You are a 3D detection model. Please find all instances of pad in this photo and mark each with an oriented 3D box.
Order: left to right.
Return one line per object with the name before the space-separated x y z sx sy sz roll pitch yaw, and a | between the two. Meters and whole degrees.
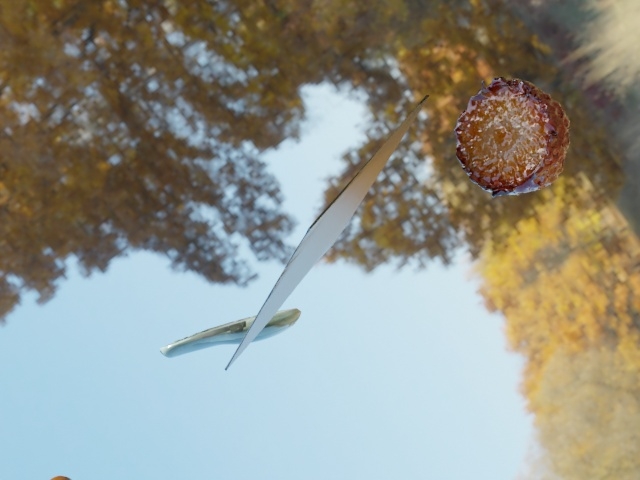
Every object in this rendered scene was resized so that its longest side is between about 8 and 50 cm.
pad | 0.000 0.000 1.371 0.007 0.367 0.247 38 -124 5

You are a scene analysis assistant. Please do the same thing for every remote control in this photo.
remote control | -0.155 0.164 2.011 0.097 0.256 0.045 27 -131 -80

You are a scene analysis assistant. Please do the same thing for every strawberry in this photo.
strawberry | 0.228 -0.122 1.357 0.086 0.145 0.145 -7 -121 -44

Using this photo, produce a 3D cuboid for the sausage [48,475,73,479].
sausage | -0.464 0.457 1.968 0.076 0.076 0.197 54 -175 -2
